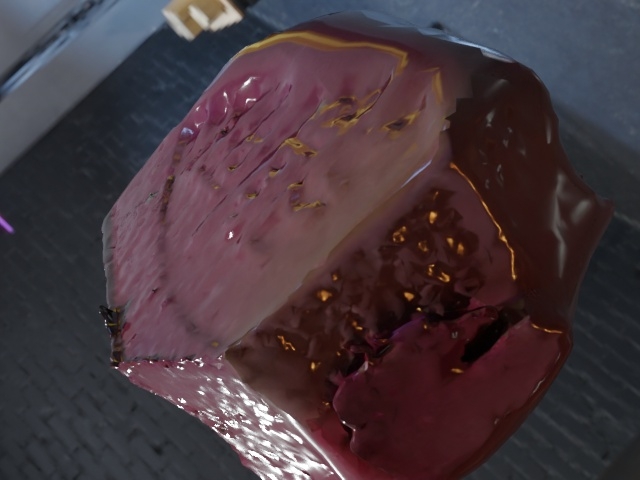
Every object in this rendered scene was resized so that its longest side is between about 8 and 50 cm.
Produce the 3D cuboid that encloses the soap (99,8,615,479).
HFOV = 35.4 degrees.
[{"bbox_3d":[0.000,0.000,0.490,0.127,0.220,0.325,39,-173,-25],"label":"soap"}]
